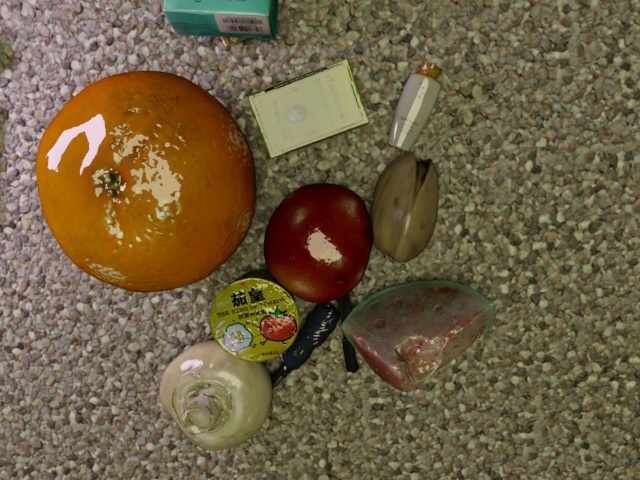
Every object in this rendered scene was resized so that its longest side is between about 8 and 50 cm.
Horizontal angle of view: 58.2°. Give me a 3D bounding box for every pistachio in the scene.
[{"bbox_3d":[0.176,-0.070,1.184,0.138,0.153,0.237,17,69,-11],"label":"pistachio"}]

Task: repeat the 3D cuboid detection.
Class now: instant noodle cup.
[{"bbox_3d":[-0.132,0.146,1.221,0.182,0.144,0.182,0,103,1],"label":"instant noodle cup"}]

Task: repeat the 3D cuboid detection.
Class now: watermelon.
[{"bbox_3d":[0.211,0.210,1.198,0.319,0.226,0.148,-11,126,15],"label":"watermelon"}]

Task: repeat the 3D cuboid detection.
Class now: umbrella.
[{"bbox_3d":[-0.041,0.243,1.281,0.071,0.071,0.248,33,103,-4],"label":"umbrella"}]

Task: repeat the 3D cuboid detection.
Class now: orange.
[{"bbox_3d":[-0.327,-0.106,1.093,0.424,0.326,0.423,0,98,0],"label":"orange"}]

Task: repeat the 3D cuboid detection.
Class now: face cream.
[{"bbox_3d":[0.195,-0.277,1.189,0.072,0.051,0.182,23,99,2],"label":"face cream"}]

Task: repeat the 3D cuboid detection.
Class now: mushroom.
[{"bbox_3d":[-0.231,0.337,1.231,0.246,0.202,0.245,3,102,13],"label":"mushroom"}]

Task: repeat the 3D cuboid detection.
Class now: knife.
[{"bbox_3d":[0.062,0.185,1.264,0.028,0.060,0.230,5,118,32],"label":"knife"}]

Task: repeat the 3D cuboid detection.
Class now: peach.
[{"bbox_3d":[0.000,0.000,1.152,0.244,0.200,0.243,-8,78,39],"label":"peach"}]

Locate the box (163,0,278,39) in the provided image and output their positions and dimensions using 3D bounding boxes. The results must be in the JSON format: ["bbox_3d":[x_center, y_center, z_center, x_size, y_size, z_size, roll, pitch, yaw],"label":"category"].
[{"bbox_3d":[-0.179,-0.554,1.093,0.205,0.118,0.311,4,88,-1],"label":"box"}]

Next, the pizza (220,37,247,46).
[{"bbox_3d":[-0.167,-0.476,1.173,0.099,0.036,0.159,3,100,1],"label":"pizza"}]

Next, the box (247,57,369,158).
[{"bbox_3d":[-0.024,-0.271,1.191,0.220,0.064,0.140,-18,99,6],"label":"box"}]
